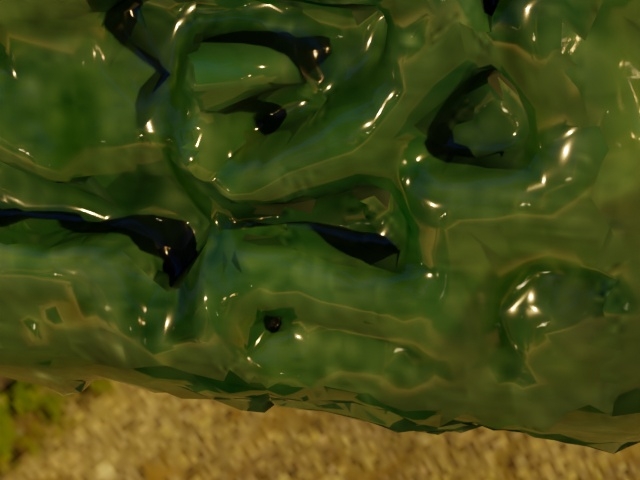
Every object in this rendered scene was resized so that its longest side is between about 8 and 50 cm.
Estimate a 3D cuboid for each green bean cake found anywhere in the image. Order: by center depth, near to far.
[{"bbox_3d":[-0.024,-0.110,0.491,0.308,0.300,0.169,4,26,16],"label":"green bean cake"}]
